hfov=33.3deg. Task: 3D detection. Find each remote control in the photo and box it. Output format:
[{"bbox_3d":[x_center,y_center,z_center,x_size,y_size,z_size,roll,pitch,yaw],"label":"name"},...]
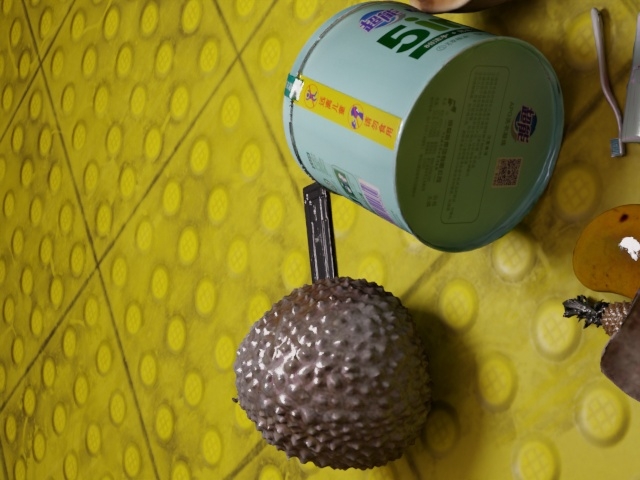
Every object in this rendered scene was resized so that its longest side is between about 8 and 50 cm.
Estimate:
[{"bbox_3d":[0.404,-0.201,1.304,0.065,0.029,0.166,8,91,53],"label":"remote control"}]

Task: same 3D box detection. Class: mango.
[{"bbox_3d":[0.374,0.013,1.270,0.178,0.090,0.115,14,103,60],"label":"mango"}]

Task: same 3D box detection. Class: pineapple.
[{"bbox_3d":[0.349,0.089,1.317,0.124,0.058,0.058,25,105,55],"label":"pineapple"}]

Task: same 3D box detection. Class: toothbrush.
[{"bbox_3d":[0.367,-0.203,1.362,0.022,0.017,0.204,-13,75,30],"label":"toothbrush"}]

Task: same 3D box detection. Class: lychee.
[{"bbox_3d":[0.023,0.191,1.540,0.300,0.300,0.300,-10,77,51],"label":"lychee"}]

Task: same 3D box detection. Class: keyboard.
[{"bbox_3d":[0.000,0.000,1.799,0.061,0.013,0.204,-23,67,48],"label":"keyboard"}]

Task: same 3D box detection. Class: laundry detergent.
[{"bbox_3d":[0.120,-0.167,1.450,0.305,0.287,0.287,33,110,48],"label":"laundry detergent"}]

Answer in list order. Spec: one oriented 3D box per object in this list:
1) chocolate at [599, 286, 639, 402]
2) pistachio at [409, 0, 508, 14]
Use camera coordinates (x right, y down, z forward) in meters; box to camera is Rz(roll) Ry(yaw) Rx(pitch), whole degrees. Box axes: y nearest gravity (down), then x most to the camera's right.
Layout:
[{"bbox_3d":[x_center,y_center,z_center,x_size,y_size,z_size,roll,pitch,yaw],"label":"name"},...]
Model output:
[{"bbox_3d":[0.441,0.057,1.143,0.185,0.100,0.303,28,110,9],"label":"chocolate"},{"bbox_3d":[0.195,-0.418,1.477,0.214,0.193,0.318,-56,27,-14],"label":"pistachio"}]
